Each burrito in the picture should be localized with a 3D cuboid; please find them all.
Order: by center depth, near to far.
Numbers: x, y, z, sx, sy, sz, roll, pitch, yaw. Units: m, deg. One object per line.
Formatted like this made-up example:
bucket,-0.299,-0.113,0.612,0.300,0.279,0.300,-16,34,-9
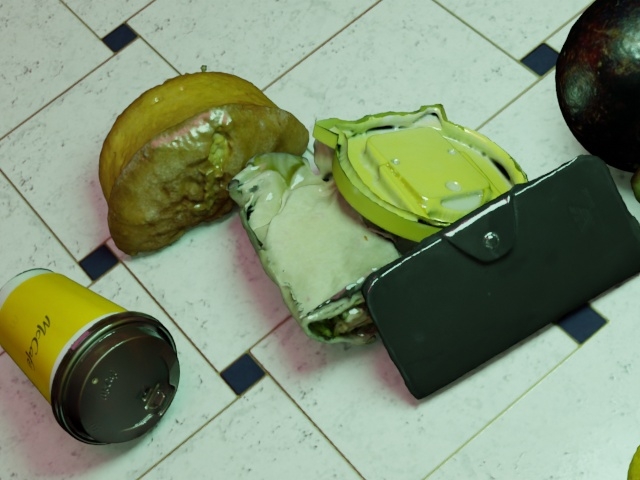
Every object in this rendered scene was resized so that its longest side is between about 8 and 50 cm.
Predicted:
burrito,0.003,0.000,1.918,0.190,0.135,0.332,-27,49,-5

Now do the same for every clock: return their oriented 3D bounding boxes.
clock,0.149,-0.082,1.912,0.277,0.071,0.293,-7,41,-27

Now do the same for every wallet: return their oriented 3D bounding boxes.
wallet,0.243,0.042,1.786,0.378,0.197,0.051,-29,18,-4

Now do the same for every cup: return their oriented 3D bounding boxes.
cup,-0.336,0.151,1.903,0.196,0.196,0.280,-46,48,-15

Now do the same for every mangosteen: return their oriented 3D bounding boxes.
mangosteen,0.475,-0.214,1.813,0.330,0.330,0.330,-9,54,13

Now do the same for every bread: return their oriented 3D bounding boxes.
bread,-0.198,-0.143,2.049,0.340,0.179,0.194,-29,46,-1

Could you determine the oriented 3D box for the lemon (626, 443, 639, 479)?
lemon,0.448,0.277,1.539,0.231,0.192,0.192,-40,54,-11
